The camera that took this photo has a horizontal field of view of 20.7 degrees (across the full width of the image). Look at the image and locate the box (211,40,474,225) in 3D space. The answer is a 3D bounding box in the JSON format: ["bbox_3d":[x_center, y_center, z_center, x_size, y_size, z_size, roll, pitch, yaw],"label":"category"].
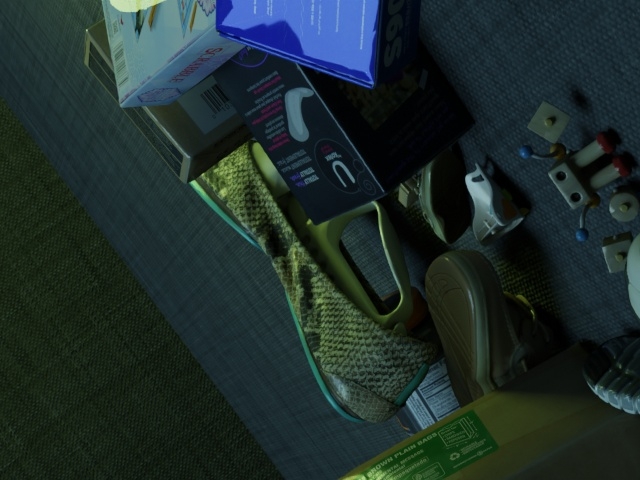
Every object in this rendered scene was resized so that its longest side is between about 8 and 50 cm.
[{"bbox_3d":[0.002,-0.175,1.818,0.270,0.143,0.165,56,151,-7],"label":"box"}]

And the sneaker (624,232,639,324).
[{"bbox_3d":[0.351,-0.054,1.202,0.447,0.169,0.257,2,118,59],"label":"sneaker"}]

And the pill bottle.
[{"bbox_3d":[0.145,0.179,2.207,0.245,0.130,0.130,58,163,-13],"label":"pill bottle"}]

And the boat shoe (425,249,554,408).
[{"bbox_3d":[0.196,0.103,1.958,0.121,0.110,0.341,61,173,31],"label":"boat shoe"}]

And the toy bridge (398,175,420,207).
[{"bbox_3d":[0.053,-0.117,2.042,0.188,0.026,0.063,46,161,22],"label":"toy bridge"}]

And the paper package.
[{"bbox_3d":[0.229,0.324,1.893,0.309,0.325,0.168,62,176,-23],"label":"paper package"}]

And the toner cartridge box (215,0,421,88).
[{"bbox_3d":[0.004,-0.308,1.400,0.165,0.075,0.347,21,128,24],"label":"toner cartridge box"}]

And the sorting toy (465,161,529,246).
[{"bbox_3d":[0.177,-0.044,1.835,0.075,0.045,0.083,59,165,9],"label":"sorting toy"}]

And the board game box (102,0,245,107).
[{"bbox_3d":[-0.139,-0.328,1.721,0.318,0.066,0.318,-25,73,60],"label":"board game box"}]

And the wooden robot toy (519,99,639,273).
[{"bbox_3d":[0.249,-0.059,1.606,0.173,0.076,0.079,55,-161,-6],"label":"wooden robot toy"}]

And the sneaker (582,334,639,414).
[{"bbox_3d":[0.355,0.180,1.723,0.229,0.086,0.132,23,148,58],"label":"sneaker"}]

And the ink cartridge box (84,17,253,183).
[{"bbox_3d":[-0.115,-0.209,1.953,0.193,0.235,0.088,50,163,9],"label":"ink cartridge box"}]

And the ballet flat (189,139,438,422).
[{"bbox_3d":[0.000,0.000,2.139,0.164,0.182,0.483,20,-150,-52],"label":"ballet flat"}]

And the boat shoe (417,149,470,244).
[{"bbox_3d":[0.128,-0.054,1.921,0.048,0.056,0.153,38,165,30],"label":"boat shoe"}]
